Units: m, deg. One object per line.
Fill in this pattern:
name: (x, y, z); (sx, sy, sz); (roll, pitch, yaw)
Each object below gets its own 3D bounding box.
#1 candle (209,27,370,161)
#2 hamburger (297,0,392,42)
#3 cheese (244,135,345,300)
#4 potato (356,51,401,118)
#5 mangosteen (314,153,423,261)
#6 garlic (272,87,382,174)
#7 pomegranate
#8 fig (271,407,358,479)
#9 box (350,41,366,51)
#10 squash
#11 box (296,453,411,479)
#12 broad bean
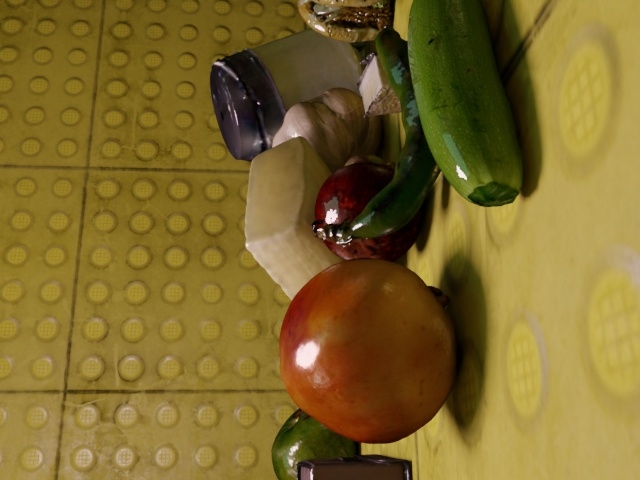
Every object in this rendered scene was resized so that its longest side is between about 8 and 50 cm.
candle: (-0.038, -0.298, 1.385); (0.221, 0.343, 0.221); (55, 159, 33)
hamburger: (0.044, -0.421, 1.177); (0.185, 0.177, 0.113); (-58, -9, -39)
cheese: (0.000, 0.000, 1.124); (0.265, 0.124, 0.242); (51, -161, -35)
potato: (0.098, -0.226, 1.004); (0.122, 0.086, 0.061); (120, 136, -77)
mangosteen: (0.067, -0.059, 0.959); (0.146, 0.156, 0.181); (56, -138, -56)
garlic: (0.017, -0.161, 1.266); (0.152, 0.228, 0.228); (61, 161, 27)
pomegranate: (0.054, 0.122, 0.777); (0.209, 0.209, 0.209); (-179, 90, -85)
fig: (0.019, 0.481, 1.519); (0.203, 0.235, 0.203); (-46, 5, 5)
box: (0.058, -0.457, 1.486); (0.069, 0.084, 0.122); (31, -119, -87)
squash: (0.125, -0.152, 0.647); (0.082, 0.082, 0.292); (98, 171, -55)
box: (0.044, 0.428, 1.080); (0.252, 0.153, 0.188); (116, 153, -75)
broad bean: (0.088, -0.125, 0.852); (0.049, 0.144, 0.292); (24, -98, -59)
